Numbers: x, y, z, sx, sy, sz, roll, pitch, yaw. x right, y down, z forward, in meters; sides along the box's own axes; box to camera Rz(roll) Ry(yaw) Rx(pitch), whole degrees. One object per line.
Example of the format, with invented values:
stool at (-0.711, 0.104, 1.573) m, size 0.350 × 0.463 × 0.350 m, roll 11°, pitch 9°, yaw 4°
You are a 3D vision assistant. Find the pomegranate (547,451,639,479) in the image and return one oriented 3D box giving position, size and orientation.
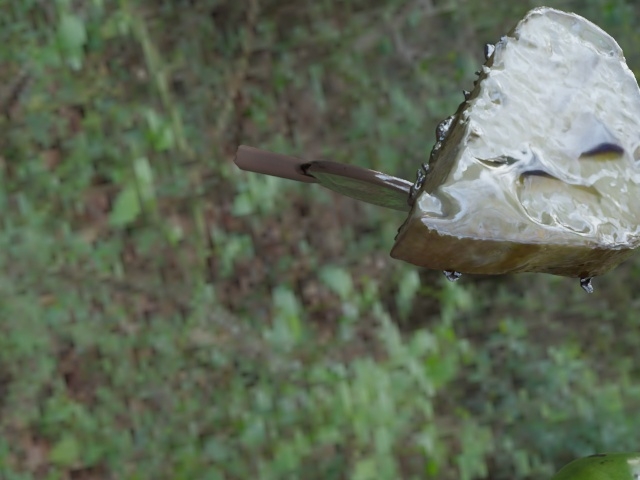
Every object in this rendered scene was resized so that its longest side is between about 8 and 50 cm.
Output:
pomegranate at (0.344, 0.374, 2.301) m, size 0.270 × 0.254 × 0.254 m, roll 114°, pitch -26°, yaw -60°

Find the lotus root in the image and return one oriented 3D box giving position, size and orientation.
lotus root at (0.154, -0.051, 1.339) m, size 0.170 × 0.074 × 0.260 m, roll 31°, pitch 46°, yaw -11°

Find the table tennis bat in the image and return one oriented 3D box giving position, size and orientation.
table tennis bat at (0.000, 0.000, 1.511) m, size 0.107 × 0.170 × 0.119 m, roll 38°, pitch 67°, yaw -70°
